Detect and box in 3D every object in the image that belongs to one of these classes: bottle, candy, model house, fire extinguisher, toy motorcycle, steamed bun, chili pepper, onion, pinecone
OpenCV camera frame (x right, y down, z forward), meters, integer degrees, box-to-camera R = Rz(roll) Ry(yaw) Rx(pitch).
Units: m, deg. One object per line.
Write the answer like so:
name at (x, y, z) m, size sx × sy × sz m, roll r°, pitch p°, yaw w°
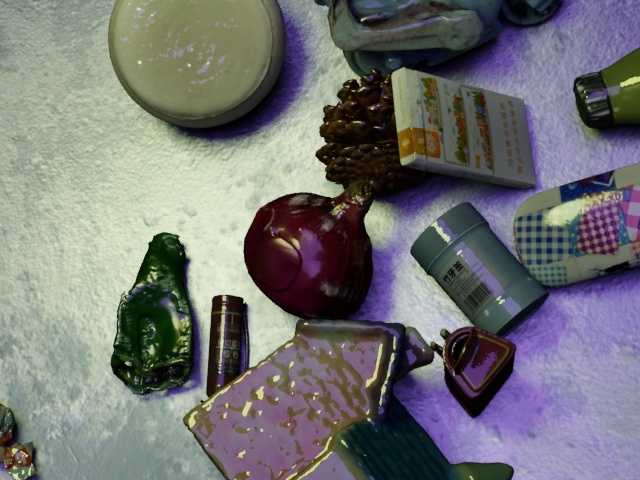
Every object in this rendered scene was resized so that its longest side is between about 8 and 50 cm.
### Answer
bottle at (0.450, -0.205, 1.595) m, size 0.260 × 0.112 × 0.112 m, roll -15°, pitch 74°, yaw 5°
candy at (-0.481, 0.218, 1.657) m, size 0.292 × 0.059 × 0.086 m, roll 29°, pitch 83°, yaw 16°
model house at (0.043, 0.246, 1.487) m, size 0.280 × 0.245 × 0.312 m, roll -37°, pitch 75°, yaw -11°
fire extinguisher at (-0.122, 0.150, 1.628) m, size 0.064 × 0.043 × 0.158 m, roll 11°, pitch 74°, yaw -32°
toy motorcycle at (0.156, -0.327, 1.609) m, size 0.319 × 0.241 × 0.182 m, roll -23°, pitch 67°, yaw 1°
steamed bun at (-0.160, -0.266, 1.680) m, size 0.232 × 0.145 × 0.232 m, roll 0°, pitch 100°, yaw -1°
chili pepper at (-0.206, 0.093, 1.648) m, size 0.108 × 0.062 × 0.216 m, roll 6°, pitch 76°, yaw 4°
onion at (-0.010, 0.003, 1.563) m, size 0.173 × 0.135 × 0.198 m, roll 46°, pitch 126°, yaw 22°
pinecone at (0.071, -0.136, 1.615) m, size 0.174 × 0.173 × 0.173 m, roll -2°, pitch 75°, yaw 8°

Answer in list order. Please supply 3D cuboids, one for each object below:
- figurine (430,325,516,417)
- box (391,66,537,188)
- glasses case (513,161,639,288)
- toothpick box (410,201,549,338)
figurine at (0.175, 0.141, 1.525) m, size 0.098 × 0.154 × 0.082 m, roll 40°, pitch 80°, yaw 20°
box at (0.181, -0.135, 1.581) m, size 0.032 × 0.220 × 0.122 m, roll -21°, pitch 69°, yaw 46°
glasses case at (0.397, -0.033, 1.557) m, size 0.327 × 0.076 × 0.125 m, roll -16°, pitch 81°, yaw 16°
toothpick box at (0.195, 0.041, 1.576) m, size 0.101 × 0.101 × 0.153 m, roll -38°, pitch 74°, yaw -2°
